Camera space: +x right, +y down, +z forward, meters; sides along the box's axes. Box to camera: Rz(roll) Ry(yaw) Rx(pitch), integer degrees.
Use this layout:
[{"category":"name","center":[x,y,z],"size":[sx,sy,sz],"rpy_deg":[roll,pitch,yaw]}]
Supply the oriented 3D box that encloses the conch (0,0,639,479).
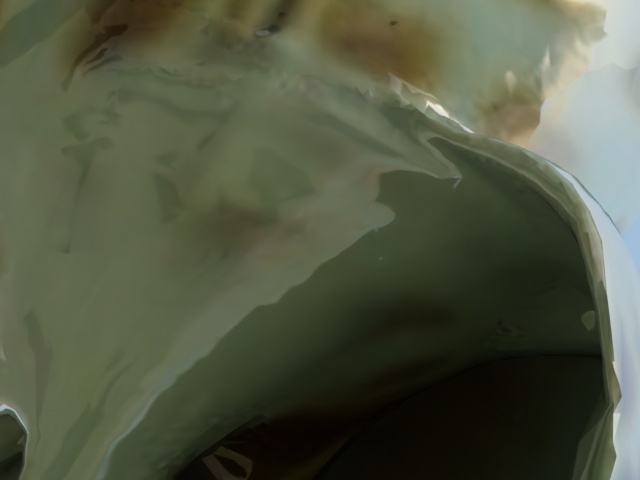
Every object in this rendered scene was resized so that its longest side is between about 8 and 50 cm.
[{"category":"conch","center":[0.000,0.001,0.458],"size":[0.249,0.197,0.368],"rpy_deg":[25,-85,30]}]
